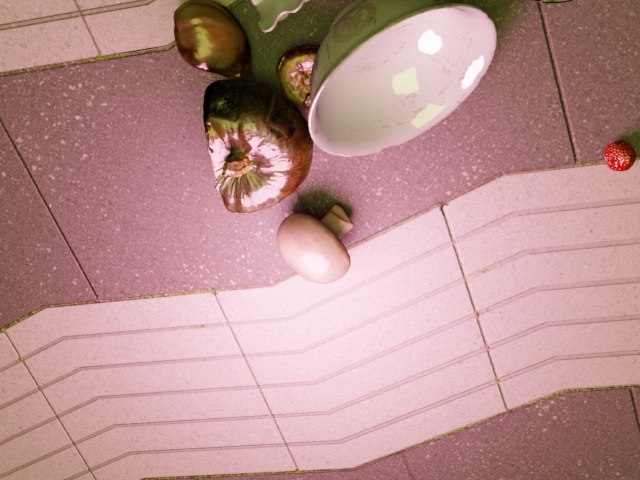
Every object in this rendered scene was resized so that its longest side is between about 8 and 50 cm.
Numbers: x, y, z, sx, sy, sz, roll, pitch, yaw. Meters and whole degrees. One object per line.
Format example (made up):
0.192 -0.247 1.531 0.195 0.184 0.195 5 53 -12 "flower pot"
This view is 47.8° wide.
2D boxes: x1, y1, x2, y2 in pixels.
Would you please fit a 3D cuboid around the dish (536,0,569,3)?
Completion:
0.482 -0.645 1.450 0.316 0.106 0.317 3 113 6 "dish"

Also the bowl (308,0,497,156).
0.135 -0.390 1.526 0.434 0.434 0.196 -35 65 21 "bowl"

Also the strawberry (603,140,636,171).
0.688 -0.190 1.651 0.073 0.083 0.073 3 108 11 "strawberry"

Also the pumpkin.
-0.135 -0.211 1.656 0.232 0.242 0.325 -1 130 14 "pumpkin"

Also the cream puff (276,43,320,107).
-0.028 -0.380 1.654 0.149 0.084 0.149 3 120 5 "cream puff"

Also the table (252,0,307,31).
-0.072 -0.555 1.544 0.198 0.166 0.166 -29 109 27 "table"

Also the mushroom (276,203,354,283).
0.000 0.000 1.794 0.204 0.204 0.204 3 116 6 "mushroom"

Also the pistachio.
-0.244 -0.448 1.635 0.210 0.130 0.165 41 76 -16 "pistachio"
